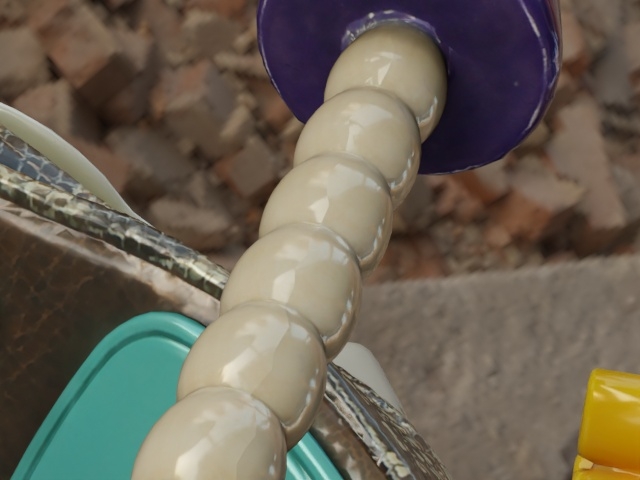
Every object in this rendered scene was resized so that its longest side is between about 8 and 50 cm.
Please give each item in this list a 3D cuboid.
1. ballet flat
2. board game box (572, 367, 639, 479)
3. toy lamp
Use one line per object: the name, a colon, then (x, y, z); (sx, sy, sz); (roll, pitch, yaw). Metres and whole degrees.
ballet flat: (-0.083, 0.043, 0.666); (0.483, 0.164, 0.182); (39, 24, 11)
board game box: (0.067, 0.290, 0.582); (0.050, 0.390, 0.390); (9, 58, 10)
toy lamp: (0.000, 0.000, 0.411); (0.080, 0.080, 0.274); (42, 40, -17)
